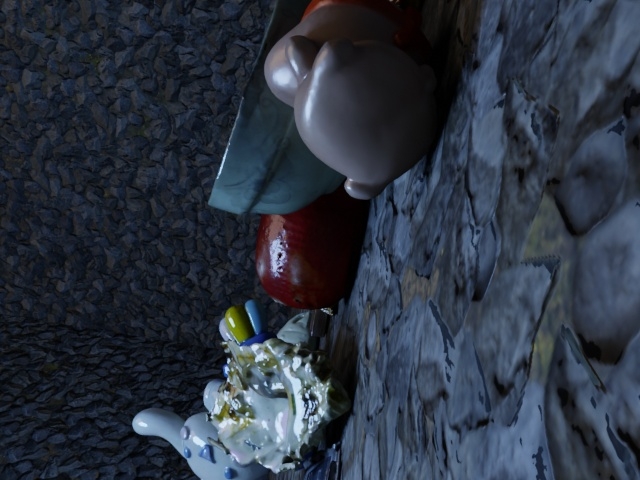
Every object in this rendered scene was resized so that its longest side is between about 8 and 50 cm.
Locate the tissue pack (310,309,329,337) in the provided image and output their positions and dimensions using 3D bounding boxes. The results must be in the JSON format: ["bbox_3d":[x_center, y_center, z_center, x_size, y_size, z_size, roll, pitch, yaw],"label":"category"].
[{"bbox_3d":[0.001,0.153,1.154,0.063,0.035,0.083,-117,36,-83],"label":"tissue pack"}]

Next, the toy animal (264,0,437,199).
[{"bbox_3d":[0.035,-0.156,0.542,0.198,0.171,0.171,-90,10,-47],"label":"toy animal"}]

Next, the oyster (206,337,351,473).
[{"bbox_3d":[-0.061,0.243,0.829,0.354,0.107,0.201,-14,79,55],"label":"oyster"}]

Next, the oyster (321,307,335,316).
[{"bbox_3d":[0.010,0.105,1.073,0.029,0.086,0.132,-47,52,14],"label":"oyster"}]

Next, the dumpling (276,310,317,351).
[{"bbox_3d":[-0.057,0.257,1.282,0.134,0.099,0.169,86,-170,-47],"label":"dumpling"}]

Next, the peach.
[{"bbox_3d":[-0.014,-0.017,0.891,0.154,0.158,0.268,36,110,62],"label":"peach"}]

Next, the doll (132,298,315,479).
[{"bbox_3d":[-0.132,0.318,1.018,0.366,0.376,0.187,-60,-2,2],"label":"doll"}]

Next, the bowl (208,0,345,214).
[{"bbox_3d":[-0.033,-0.169,0.752,0.307,0.163,0.307,-162,90,-75],"label":"bowl"}]

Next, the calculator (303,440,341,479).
[{"bbox_3d":[-0.011,0.385,0.787,0.274,0.028,0.166,111,172,-61],"label":"calculator"}]

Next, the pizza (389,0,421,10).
[{"bbox_3d":[0.083,-0.315,0.808,0.335,0.086,0.226,-131,52,-83],"label":"pizza"}]
